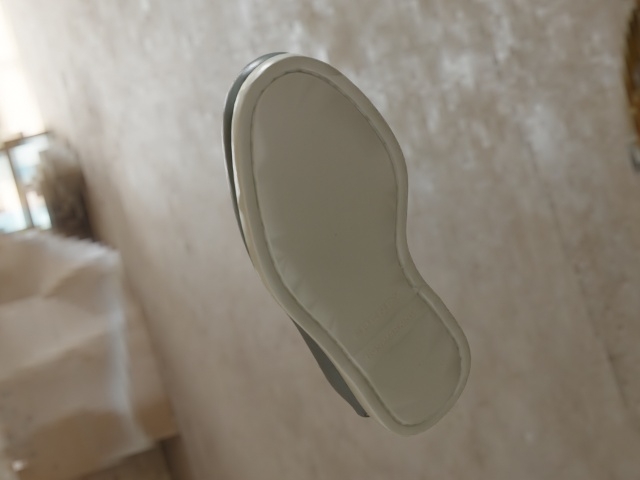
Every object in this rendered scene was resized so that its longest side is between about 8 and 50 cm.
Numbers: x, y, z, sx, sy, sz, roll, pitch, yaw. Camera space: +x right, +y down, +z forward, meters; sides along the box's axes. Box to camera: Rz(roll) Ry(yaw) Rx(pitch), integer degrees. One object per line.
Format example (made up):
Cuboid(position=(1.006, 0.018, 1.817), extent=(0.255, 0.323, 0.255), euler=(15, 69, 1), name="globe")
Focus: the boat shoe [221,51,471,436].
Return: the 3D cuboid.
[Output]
Cuboid(position=(0.000, 0.000, 1.218), extent=(0.099, 0.116, 0.319), euler=(35, 160, 44), name="boat shoe")
